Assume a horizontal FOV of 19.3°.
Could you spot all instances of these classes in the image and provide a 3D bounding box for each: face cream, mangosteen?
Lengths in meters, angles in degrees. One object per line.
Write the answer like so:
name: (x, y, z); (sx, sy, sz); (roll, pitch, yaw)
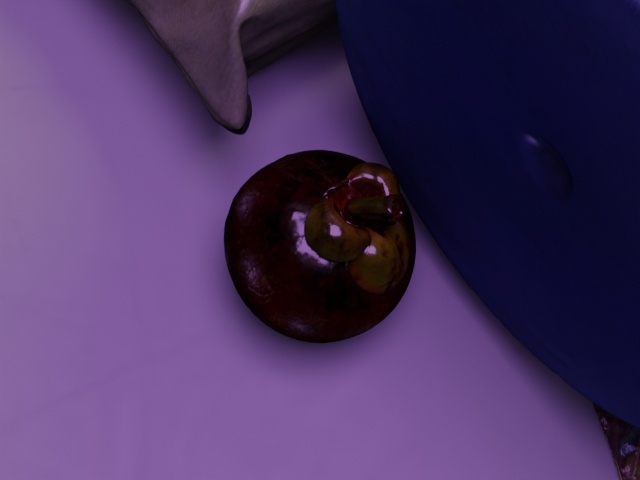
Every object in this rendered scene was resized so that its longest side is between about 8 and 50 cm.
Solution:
face cream: (0.164, -0.083, 0.714); (0.225, 0.249, 0.249); (-35, 80, -21)
mangosteen: (-0.001, 0.001, 0.763); (0.081, 0.081, 0.081); (2, 73, -6)

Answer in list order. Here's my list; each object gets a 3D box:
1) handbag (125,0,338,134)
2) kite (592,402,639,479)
handbag: (0.007, -0.230, 0.819); (0.316, 0.109, 0.253); (-38, 77, -10)
kite: (0.159, 0.071, 0.798); (0.222, 0.008, 0.125); (24, 74, 2)
